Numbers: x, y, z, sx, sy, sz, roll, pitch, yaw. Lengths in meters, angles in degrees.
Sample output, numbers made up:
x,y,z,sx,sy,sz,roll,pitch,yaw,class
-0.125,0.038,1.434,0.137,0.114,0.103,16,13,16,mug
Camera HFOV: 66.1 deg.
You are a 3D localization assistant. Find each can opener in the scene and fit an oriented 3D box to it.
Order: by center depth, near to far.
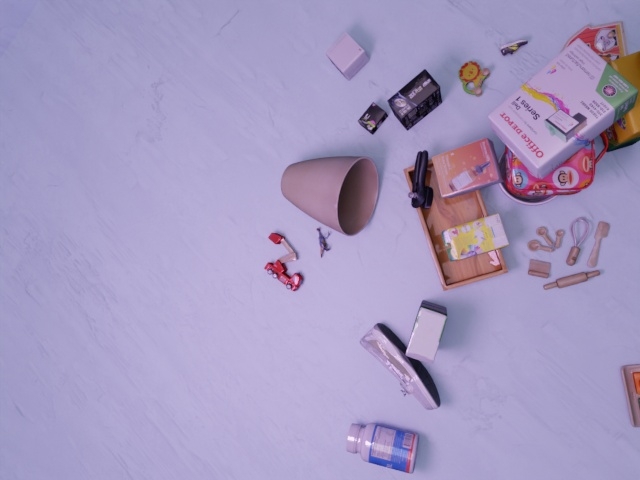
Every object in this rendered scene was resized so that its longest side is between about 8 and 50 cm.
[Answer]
x,y,z,sx,sy,sz,roll,pitch,yaw,class
0.313,-0.191,1.548,0.059,0.073,0.186,-5,83,55,can opener

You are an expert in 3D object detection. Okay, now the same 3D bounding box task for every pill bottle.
x,y,z,sx,sy,sz,roll,pitch,yaw,class
0.201,0.665,1.597,0.221,0.124,0.124,8,91,17,pill bottle

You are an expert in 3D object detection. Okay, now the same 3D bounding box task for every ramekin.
x,y,z,sx,sy,sz,roll,pitch,yaw,class
0.639,-0.205,1.491,0.207,0.109,0.207,-1,88,17,ramekin

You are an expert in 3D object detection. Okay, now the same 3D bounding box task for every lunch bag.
x,y,z,sx,sy,sz,roll,pitch,yaw,class
0.653,-0.272,1.369,0.258,0.120,0.293,0,88,16,lunch bag

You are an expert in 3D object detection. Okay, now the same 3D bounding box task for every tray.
x,y,z,sx,sy,sz,roll,pitch,yaw,class
0.428,-0.066,1.570,0.202,0.076,0.411,-19,83,16,tray

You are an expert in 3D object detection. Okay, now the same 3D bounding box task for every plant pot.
x,y,z,sx,sy,sz,roll,pitch,yaw,class
0.011,-0.169,1.625,0.274,0.256,0.257,16,94,31,plant pot

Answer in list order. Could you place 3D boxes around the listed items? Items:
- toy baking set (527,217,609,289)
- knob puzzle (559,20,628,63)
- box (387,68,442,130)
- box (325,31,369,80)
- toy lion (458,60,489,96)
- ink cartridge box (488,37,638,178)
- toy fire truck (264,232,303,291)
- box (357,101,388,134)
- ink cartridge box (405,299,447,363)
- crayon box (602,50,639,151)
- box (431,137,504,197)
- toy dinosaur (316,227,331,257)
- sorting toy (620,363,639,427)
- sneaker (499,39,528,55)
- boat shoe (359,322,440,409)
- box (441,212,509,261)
x,y,z,sx,sy,sz,roll,pitch,yaw,class
0.755,0.039,1.492,0.256,0.030,0.197,-14,85,16,toy baking set
0.820,-0.561,1.485,0.213,0.030,0.213,0,89,17,knob puzzle
0.301,-0.440,1.558,0.147,0.180,0.077,-39,80,13,box
0.092,-0.624,1.671,0.101,0.087,0.102,-43,78,11,box
0.488,-0.524,1.584,0.096,0.034,0.100,23,96,23,toy lion
0.603,-0.326,1.247,0.278,0.117,0.201,-41,68,17,ink cartridge box
-0.127,0.075,1.744,0.192,0.047,0.135,36,98,13,toy fire truck
0.177,-0.412,1.661,0.062,0.052,0.083,42,99,12,box
0.331,0.277,1.523,0.086,0.208,0.153,17,94,13,ink cartridge box
0.823,-0.371,1.330,0.081,0.318,0.202,-16,84,16,crayon box
0.438,-0.213,1.466,0.170,0.091,0.130,-18,83,30,box
0.000,0.000,1.714,0.090,0.047,0.082,-47,59,21,toy dinosaur
0.985,0.442,1.408,0.196,0.047,0.348,-11,86,16,sorting toy
0.611,-0.607,1.551,0.083,0.031,0.035,-11,99,20,sneaker
0.260,0.417,1.593,0.103,0.118,0.320,-46,73,17,boat shoe
0.468,-0.007,1.498,0.179,0.043,0.105,-17,84,13,box
